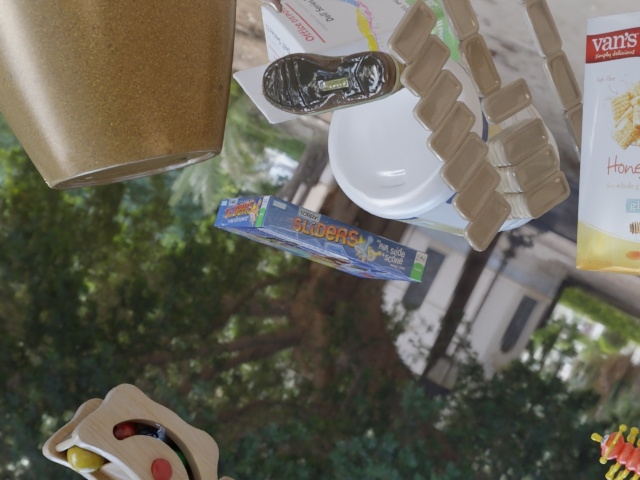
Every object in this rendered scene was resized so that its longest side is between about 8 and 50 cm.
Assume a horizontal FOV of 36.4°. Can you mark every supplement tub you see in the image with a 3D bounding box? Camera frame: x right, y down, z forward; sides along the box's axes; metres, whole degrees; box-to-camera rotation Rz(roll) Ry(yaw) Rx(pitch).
[{"bbox_3d":[0.185,-0.126,1.376,0.228,0.228,0.316,29,-169,36],"label":"supplement tub"}]

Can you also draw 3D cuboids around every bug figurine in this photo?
[{"bbox_3d":[0.536,0.252,1.410,0.216,0.279,0.072,27,173,17],"label":"bug figurine"}]

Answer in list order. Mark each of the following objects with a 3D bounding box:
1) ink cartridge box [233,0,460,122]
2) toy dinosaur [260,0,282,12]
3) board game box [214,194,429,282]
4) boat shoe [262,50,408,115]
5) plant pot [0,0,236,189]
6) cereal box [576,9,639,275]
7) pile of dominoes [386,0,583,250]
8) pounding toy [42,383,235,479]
[{"bbox_3d":[0.036,-0.339,1.662,0.207,0.354,0.119,-127,22,-46],"label":"ink cartridge box"},{"bbox_3d":[-0.137,-0.326,1.007,0.296,0.200,0.127,25,170,42],"label":"toy dinosaur"},{"bbox_3d":[0.000,0.000,1.074,0.201,0.035,0.136,20,172,-27],"label":"board game box"},{"bbox_3d":[0.021,-0.169,1.056,0.190,0.068,0.072,8,-168,42],"label":"boat shoe"},{"bbox_3d":[-0.153,-0.169,0.653,0.237,0.254,0.237,-12,180,0],"label":"plant pot"},{"bbox_3d":[0.314,-0.087,0.864,0.047,0.240,0.173,-1,-178,-40],"label":"cereal box"},{"bbox_3d":[0.163,-0.138,0.946,0.040,0.196,0.251,1,120,61],"label":"pile of dominoes"},{"bbox_3d":[-0.221,0.304,1.180,0.269,0.155,0.154,40,-138,-26],"label":"pounding toy"}]
